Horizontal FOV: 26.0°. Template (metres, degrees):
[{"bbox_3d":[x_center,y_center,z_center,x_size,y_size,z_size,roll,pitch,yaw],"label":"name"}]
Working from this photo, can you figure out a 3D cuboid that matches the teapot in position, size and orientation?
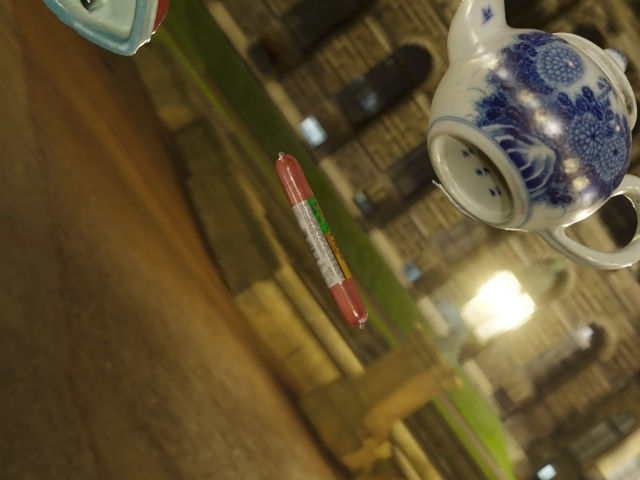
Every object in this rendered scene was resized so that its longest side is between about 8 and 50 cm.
[{"bbox_3d":[0.279,-0.151,1.697,0.424,0.280,0.252,55,-23,-8],"label":"teapot"}]

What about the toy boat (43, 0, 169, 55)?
[{"bbox_3d":[-0.237,-0.314,1.214,0.332,0.145,0.133,61,34,-8],"label":"toy boat"}]

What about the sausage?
[{"bbox_3d":[0.000,0.000,1.526,0.029,0.029,0.223,44,21,-80],"label":"sausage"}]
